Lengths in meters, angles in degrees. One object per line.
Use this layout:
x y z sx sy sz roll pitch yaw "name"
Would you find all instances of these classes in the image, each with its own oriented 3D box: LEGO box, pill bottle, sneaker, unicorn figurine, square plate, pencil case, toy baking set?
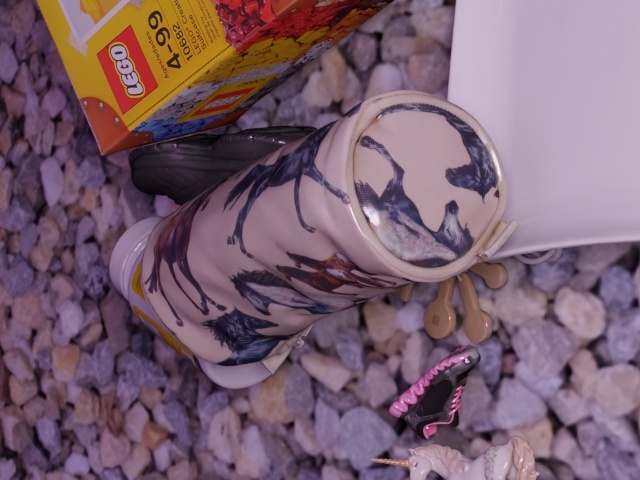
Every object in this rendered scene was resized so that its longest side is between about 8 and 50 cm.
-0.143 -0.393 1.805 0.372 0.193 0.500 -32 79 46 "LEGO box"
-0.128 0.059 1.974 0.208 0.119 0.119 35 116 44 "pill bottle"
0.117 0.143 1.748 0.057 0.047 0.119 51 131 9 "sneaker"
0.139 0.223 1.709 0.162 0.060 0.111 -28 67 29 "unicorn figurine"
0.224 -0.158 1.555 0.344 0.049 0.347 -9 74 56 "square plate"
-0.106 -0.050 1.966 0.286 0.109 0.130 1 99 53 "sneaker"
0.000 0.000 1.688 0.410 0.183 0.160 -26 32 56 "pencil case"
0.139 -0.022 1.727 0.197 0.030 0.256 57 129 30 "toy baking set"
